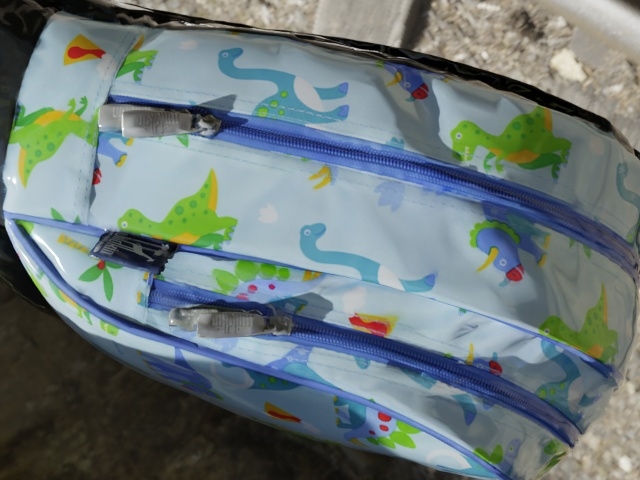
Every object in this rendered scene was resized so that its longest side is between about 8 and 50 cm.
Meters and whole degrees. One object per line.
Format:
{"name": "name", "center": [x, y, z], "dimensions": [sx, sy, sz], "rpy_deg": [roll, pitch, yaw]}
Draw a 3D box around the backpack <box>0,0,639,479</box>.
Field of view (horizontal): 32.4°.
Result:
{"name": "backpack", "center": [0.000, 0.000, 0.615], "dimensions": [0.355, 0.273, 0.290], "rpy_deg": [-1, 161, 8]}
